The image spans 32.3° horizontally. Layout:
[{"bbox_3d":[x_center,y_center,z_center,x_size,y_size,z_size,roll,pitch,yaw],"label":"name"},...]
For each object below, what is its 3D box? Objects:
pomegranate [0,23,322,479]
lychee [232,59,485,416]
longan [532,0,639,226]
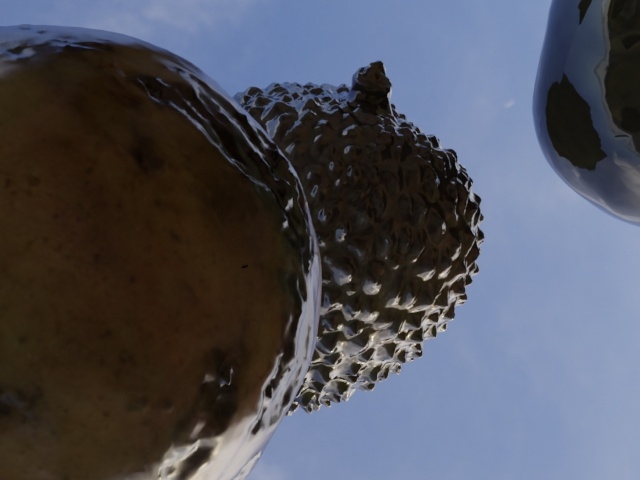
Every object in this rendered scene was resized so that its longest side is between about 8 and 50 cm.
[{"bbox_3d":[-0.150,0.044,0.582,0.322,0.322,0.322,13,-117,-28],"label":"pomegranate"},{"bbox_3d":[0.000,0.000,1.272,0.380,0.432,0.380,15,-161,-5],"label":"lychee"},{"bbox_3d":[0.396,-0.188,1.217,0.361,0.361,0.361,13,-117,-28],"label":"longan"}]
